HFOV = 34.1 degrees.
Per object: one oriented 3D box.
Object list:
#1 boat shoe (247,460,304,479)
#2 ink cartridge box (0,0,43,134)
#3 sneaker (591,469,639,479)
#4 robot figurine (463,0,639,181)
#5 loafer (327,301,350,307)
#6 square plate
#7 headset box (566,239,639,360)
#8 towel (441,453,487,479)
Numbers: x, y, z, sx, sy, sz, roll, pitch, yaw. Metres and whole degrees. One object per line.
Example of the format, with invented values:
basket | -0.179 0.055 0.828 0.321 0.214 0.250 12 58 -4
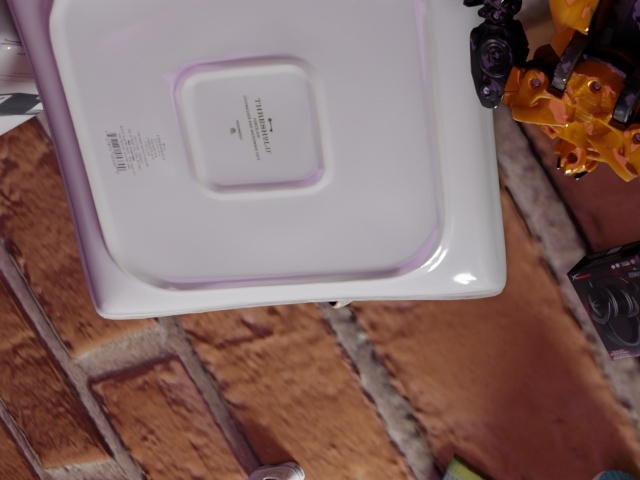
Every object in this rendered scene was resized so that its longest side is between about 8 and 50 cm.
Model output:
boat shoe | -0.058 0.272 1.158 0.100 0.035 0.035 -27 97 49
ink cartridge box | -0.302 -0.226 0.923 0.307 0.129 0.223 -15 82 48
sneaker | 0.217 0.279 0.866 0.092 0.087 0.228 22 128 34
robot figurine | 0.197 -0.158 0.586 0.211 0.085 0.291 34 135 22
loafer | 0.000 0.000 0.913 0.045 0.039 0.125 -17 104 49
square plate | -0.045 -0.086 0.759 0.344 0.049 0.347 -4 119 8
headset box | 0.223 0.046 0.740 0.062 0.032 0.083 -20 101 48
towel | 0.137 0.241 0.973 0.060 0.009 0.083 31 134 25
